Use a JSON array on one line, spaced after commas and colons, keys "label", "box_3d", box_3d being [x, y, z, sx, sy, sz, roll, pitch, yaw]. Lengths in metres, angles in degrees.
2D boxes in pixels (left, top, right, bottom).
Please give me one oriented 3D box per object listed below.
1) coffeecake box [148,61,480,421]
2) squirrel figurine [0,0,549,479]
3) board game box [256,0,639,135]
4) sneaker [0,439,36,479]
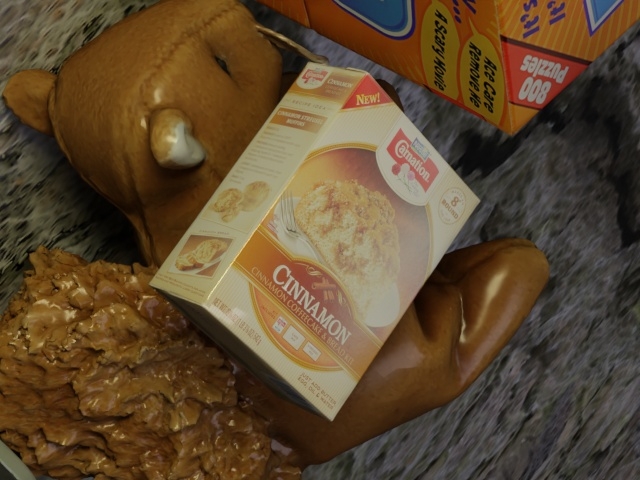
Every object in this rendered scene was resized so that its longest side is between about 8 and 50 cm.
[{"label": "coffeecake box", "box_3d": [0.000, 0.000, 1.099, 0.142, 0.068, 0.185, 45, 73, -36]}, {"label": "squirrel figurine", "box_3d": [-0.087, 0.023, 1.225, 0.397, 0.281, 0.370, -53, 139, -12]}, {"label": "board game box", "box_3d": [0.084, -0.362, 1.051, 0.356, 0.356, 0.356, -42, 143, -22]}, {"label": "sneaker", "box_3d": [-0.290, 0.155, 1.130, 0.222, 0.083, 0.118, 44, 36, -22]}]
